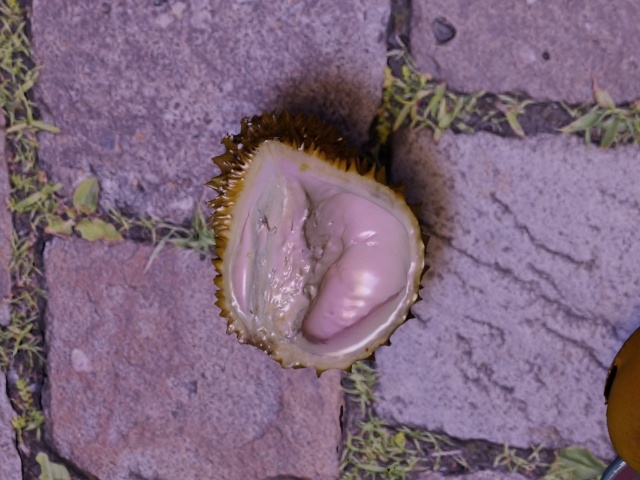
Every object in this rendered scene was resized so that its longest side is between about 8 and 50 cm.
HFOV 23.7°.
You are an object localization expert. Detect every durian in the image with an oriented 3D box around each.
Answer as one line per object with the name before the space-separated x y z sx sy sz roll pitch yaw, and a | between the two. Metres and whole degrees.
durian | -0.008 -0.003 1.334 0.183 0.138 0.249 -11 116 -15

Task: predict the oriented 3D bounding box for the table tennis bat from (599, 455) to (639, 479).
table tennis bat | 0.351 0.289 1.395 0.153 0.040 0.244 -32 95 25

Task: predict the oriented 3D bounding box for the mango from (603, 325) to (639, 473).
mango | 0.342 0.121 1.275 0.236 0.136 0.166 -33 85 30
